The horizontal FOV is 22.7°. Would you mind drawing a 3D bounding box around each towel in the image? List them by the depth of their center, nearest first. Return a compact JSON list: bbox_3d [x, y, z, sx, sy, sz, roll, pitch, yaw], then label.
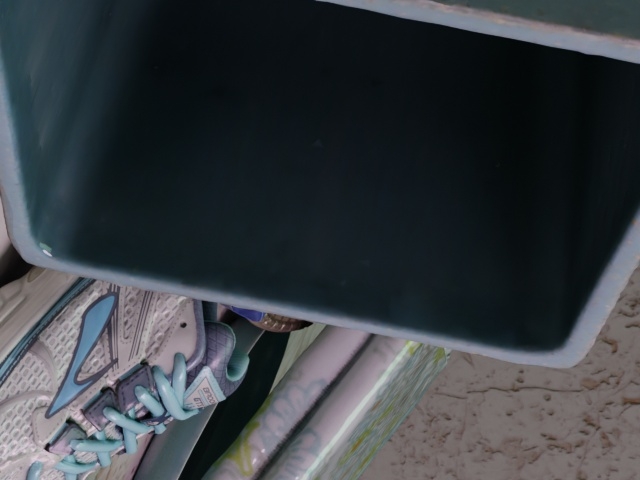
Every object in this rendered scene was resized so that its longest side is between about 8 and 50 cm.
[{"bbox_3d":[-0.011,0.188,1.490,0.374,0.090,0.320,-51,167,-7],"label":"towel"}]

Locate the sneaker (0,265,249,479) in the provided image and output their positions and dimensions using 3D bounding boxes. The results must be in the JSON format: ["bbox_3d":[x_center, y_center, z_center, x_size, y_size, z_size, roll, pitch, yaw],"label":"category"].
[{"bbox_3d":[-0.106,0.060,0.778,0.283,0.122,0.110,-62,172,-13],"label":"sneaker"}]

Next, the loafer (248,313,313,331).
[{"bbox_3d":[0.000,0.000,1.432,0.268,0.092,0.102,-26,147,-52],"label":"loafer"}]

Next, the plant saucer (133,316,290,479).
[{"bbox_3d":[-0.114,0.194,1.458,0.317,0.044,0.317,-61,172,-15],"label":"plant saucer"}]

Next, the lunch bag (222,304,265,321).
[{"bbox_3d":[-0.056,0.014,1.162,0.065,0.067,0.098,-61,171,-24],"label":"lunch bag"}]

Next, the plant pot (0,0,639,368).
[{"bbox_3d":[0.021,-0.128,0.627,0.248,0.247,0.252,100,2,-64],"label":"plant pot"}]
